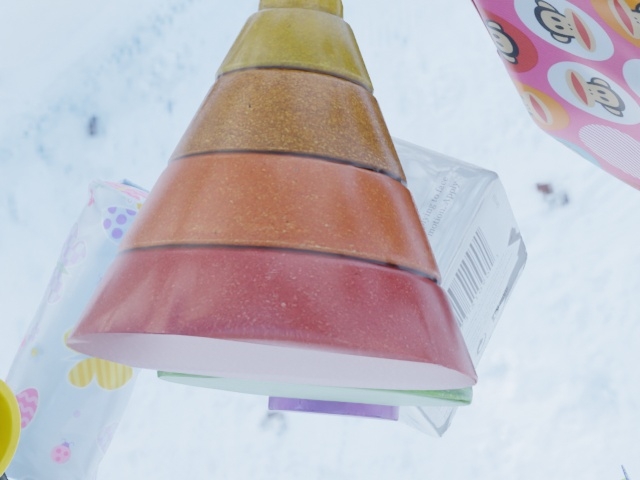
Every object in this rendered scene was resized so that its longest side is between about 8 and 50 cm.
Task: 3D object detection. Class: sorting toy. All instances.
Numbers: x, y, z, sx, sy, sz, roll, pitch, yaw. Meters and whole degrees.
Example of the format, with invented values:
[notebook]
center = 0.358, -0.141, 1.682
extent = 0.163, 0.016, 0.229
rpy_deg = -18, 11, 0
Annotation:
[sorting toy]
center = 0.000, 0.000, 0.532
extent = 0.365, 0.127, 0.126
rpy_deg = 64, -150, -79

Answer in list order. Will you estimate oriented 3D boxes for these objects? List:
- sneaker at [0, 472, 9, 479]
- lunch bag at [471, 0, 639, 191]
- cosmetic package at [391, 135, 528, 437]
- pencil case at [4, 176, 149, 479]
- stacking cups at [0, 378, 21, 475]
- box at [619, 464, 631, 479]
[sneaker]
center = -0.206, 0.273, 1.038
extent = 0.078, 0.106, 0.234
rpy_deg = -23, 84, 68
[lunch bag]
center = 0.227, -0.107, 0.800
extent = 0.258, 0.293, 0.120
rpy_deg = 32, 80, 36
[cosmetic package]
center = 0.020, 0.018, 0.920
extent = 0.183, 0.151, 0.151
rpy_deg = 22, 77, 24
[pencil case]
center = -0.198, 0.083, 1.164
extent = 0.273, 0.113, 0.124
rpy_deg = -65, 20, 0
[stacking cups]
center = -0.347, 0.109, 1.023
extent = 0.316, 0.096, 0.096
rpy_deg = 12, 107, 46
[box]
center = 0.329, 0.318, 1.343
extent = 0.042, 0.178, 0.109
rpy_deg = -28, 30, 14
